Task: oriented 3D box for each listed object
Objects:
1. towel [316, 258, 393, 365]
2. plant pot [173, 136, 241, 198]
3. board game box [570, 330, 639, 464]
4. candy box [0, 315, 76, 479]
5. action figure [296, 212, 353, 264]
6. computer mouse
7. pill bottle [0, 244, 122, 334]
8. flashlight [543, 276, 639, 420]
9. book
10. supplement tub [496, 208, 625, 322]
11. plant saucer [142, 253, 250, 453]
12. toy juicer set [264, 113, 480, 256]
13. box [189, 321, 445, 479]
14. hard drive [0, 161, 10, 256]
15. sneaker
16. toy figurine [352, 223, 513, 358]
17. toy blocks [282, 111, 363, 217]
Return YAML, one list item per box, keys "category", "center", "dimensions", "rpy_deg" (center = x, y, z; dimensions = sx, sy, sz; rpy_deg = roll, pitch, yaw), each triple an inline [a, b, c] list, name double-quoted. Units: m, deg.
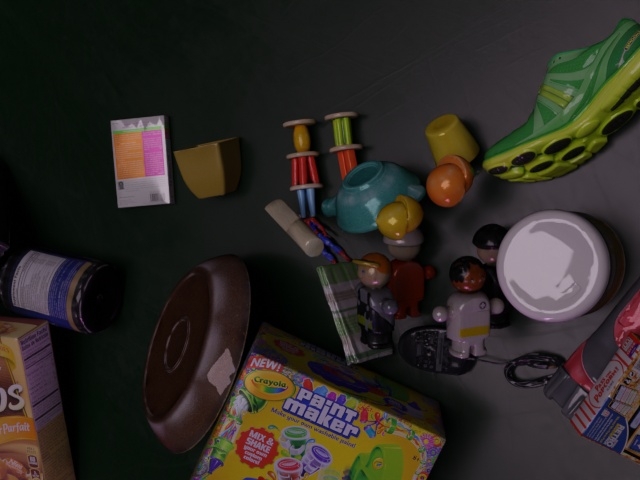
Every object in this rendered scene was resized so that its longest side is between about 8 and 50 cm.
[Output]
- category: "towel"
  center: [0.050, 0.105, 1.643]
  dimensions: [0.023, 0.113, 0.152]
  rpy_deg: [-26, 79, 33]
- category: "plant pot"
  center: [-0.170, -0.112, 1.755]
  dimensions: [0.081, 0.081, 0.083]
  rpy_deg: [-10, 98, 23]
- category: "board game box"
  center: [0.448, 0.226, 1.456]
  dimensions: [0.193, 0.045, 0.146]
  rpy_deg: [28, 102, -15]
- category: "candy box"
  center: [-0.523, 0.283, 1.850]
  dimensions: [0.183, 0.087, 0.316]
  rpy_deg: [3, 110, 24]
- category: "action figure"
  center: [0.000, 0.000, 1.709]
  dimensions: [0.115, 0.030, 0.038]
  rpy_deg: [47, 112, 18]
- category: "computer mouse"
  center: [0.231, 0.167, 1.611]
  dimensions: [0.242, 0.041, 0.071]
  rpy_deg: [10, 103, 16]
- category: "pill bottle"
  center: [-0.450, 0.075, 1.848]
  dimensions: [0.219, 0.123, 0.122]
  rpy_deg: [12, 95, 23]
- category: "flashlight"
  center: [0.427, 0.115, 1.487]
  dimensions: [0.103, 0.103, 0.304]
  rpy_deg: [41, 106, 17]
- category: "book"
  center: [-0.290, -0.128, 1.830]
  dimensions: [0.096, 0.035, 0.144]
  rpy_deg: [-4, 89, 20]
- category: "supplement tub"
  center: [0.324, 0.032, 1.477]
  dimensions: [0.144, 0.200, 0.144]
  rpy_deg: [0, 90, 24]
- category: "plant saucer"
  center: [-0.198, 0.161, 1.674]
  dimensions: [0.310, 0.050, 0.310]
  rpy_deg: [-46, 33, 42]
- category: "toy juicer set"
  center: [0.079, -0.042, 1.571]
  dimensions: [0.329, 0.209, 0.089]
  rpy_deg: [-25, 120, 13]
- category: "box"
  center: [-0.015, 0.313, 1.587]
  dimensions: [0.290, 0.177, 0.279]
  rpy_deg: [24, 100, -2]
- category: "hard drive"
  center: [-0.659, 0.032, 1.906]
  dimensions: [0.339, 0.064, 0.237]
  rpy_deg: [-41, 39, 17]
- category: "sneaker"
  center: [0.347, -0.187, 1.535]
  dimensions: [0.295, 0.109, 0.123]
  rpy_deg: [-39, 50, 22]
- category: "toy figurine"
  center: [0.159, 0.060, 1.541]
  dimensions: [0.213, 0.209, 0.148]
  rpy_deg: [5, 106, 23]
- category: "toy blocks"
  center: [0.008, -0.113, 1.690]
  dimensions: [0.123, 0.054, 0.148]
  rpy_deg: [-7, 89, 21]
